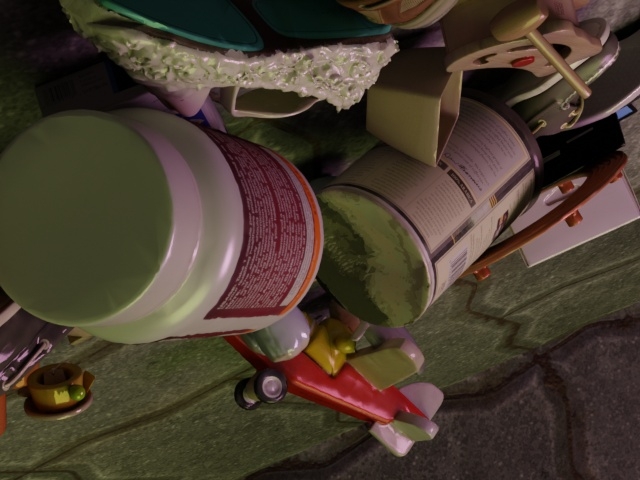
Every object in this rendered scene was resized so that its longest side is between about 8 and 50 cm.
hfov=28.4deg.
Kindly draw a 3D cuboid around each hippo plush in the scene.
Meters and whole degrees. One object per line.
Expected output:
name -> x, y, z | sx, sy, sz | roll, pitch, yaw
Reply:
hippo plush -> -0.050, -0.002, 1.787 | 0.236, 0.234, 0.294 | -34, 121, -17

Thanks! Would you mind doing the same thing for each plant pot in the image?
plant pot -> 0.111, -0.170, 1.529 | 0.096, 0.109, 0.109 | 13, 135, 15

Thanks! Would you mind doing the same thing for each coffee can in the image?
coffee can -> 0.132, -0.047, 1.622 | 0.275, 0.201, 0.201 | -40, 175, -38

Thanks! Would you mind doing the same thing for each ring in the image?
ring -> 0.284, -0.024, 1.763 | 0.336, 0.032, 0.336 | -33, -175, 3

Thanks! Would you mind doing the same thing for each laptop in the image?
laptop -> 0.366, -0.119, 1.912 | 0.234, 0.264, 0.136 | -31, 120, 22

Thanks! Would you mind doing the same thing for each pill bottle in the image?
pill bottle -> -0.154, -0.012, 1.264 | 0.224, 0.224, 0.392 | -26, 170, 14

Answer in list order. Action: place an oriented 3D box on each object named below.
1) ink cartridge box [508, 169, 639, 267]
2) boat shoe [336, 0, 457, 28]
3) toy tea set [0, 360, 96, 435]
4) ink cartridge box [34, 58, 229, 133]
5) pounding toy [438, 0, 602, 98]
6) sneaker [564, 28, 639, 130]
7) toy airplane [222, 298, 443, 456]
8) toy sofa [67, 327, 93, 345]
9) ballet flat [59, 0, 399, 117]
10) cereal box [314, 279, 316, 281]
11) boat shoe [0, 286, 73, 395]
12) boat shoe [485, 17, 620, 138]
ink cartridge box -> 0.401, -0.053, 2.047 | 0.197, 0.114, 0.273 | -25, 178, 10
boat shoe -> 0.122, -0.310, 1.205 | 0.116, 0.123, 0.324 | -4, 152, -35
toy tea set -> -0.441, 0.139, 1.605 | 0.200, 0.124, 0.336 | -21, -153, -35
ink cartridge box -> -0.194, -0.114, 1.470 | 0.165, 0.065, 0.333 | -22, 159, 0
pounding toy -> 0.228, -0.216, 1.461 | 0.154, 0.155, 0.269 | -16, 171, 27
sneaker -> 0.438, -0.221, 1.767 | 0.295, 0.105, 0.147 | -31, 153, 15
toy airplane -> 0.058, 0.220, 2.290 | 0.386, 0.273, 0.384 | 6, 159, 27
toy sofa -> -0.365, 0.018, 1.512 | 0.177, 0.150, 0.362 | -29, 159, 24
ballet flat -> -0.086, -0.180, 1.258 | 0.408, 0.147, 0.147 | -2, 153, -43
cereal box -> 0.000, 0.000, 1.985 | 0.173, 0.047, 0.240 | -23, 160, 3
boat shoe -> -0.307, 0.063, 1.392 | 0.112, 0.096, 0.335 | 6, -151, 26
boat shoe -> 0.293, -0.185, 1.678 | 0.305, 0.091, 0.109 | -37, -161, 46
